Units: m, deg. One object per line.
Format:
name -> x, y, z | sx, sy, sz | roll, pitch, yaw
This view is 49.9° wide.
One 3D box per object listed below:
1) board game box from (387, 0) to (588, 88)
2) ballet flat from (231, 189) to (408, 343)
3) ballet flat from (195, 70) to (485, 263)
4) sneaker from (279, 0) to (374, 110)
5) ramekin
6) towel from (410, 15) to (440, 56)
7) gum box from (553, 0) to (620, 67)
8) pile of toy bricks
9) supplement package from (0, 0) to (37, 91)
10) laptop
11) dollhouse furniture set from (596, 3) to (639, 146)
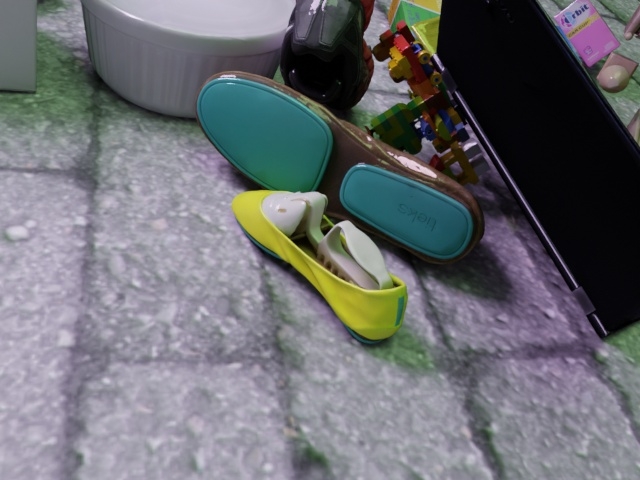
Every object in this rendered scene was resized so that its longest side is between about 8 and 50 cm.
board game box -> 0.278, -0.322, 1.164 | 0.316, 0.064, 0.242 | 11, 40, -9
ballet flat -> 0.000, 0.000, 0.668 | 0.077, 0.077, 0.231 | -22, 54, -38
ballet flat -> 0.026, -0.086, 0.768 | 0.342, 0.116, 0.124 | 26, 19, 8
sneaker -> 0.008, -0.209, 0.824 | 0.097, 0.276, 0.135 | 15, 77, 7
ramekin -> -0.170, -0.265, 0.871 | 0.272, 0.127, 0.273 | 11, 40, -10
towel -> 0.233, -0.242, 1.015 | 0.102, 0.021, 0.237 | -22, 72, -23
gum box -> 0.488, -0.380, 1.251 | 0.107, 0.062, 0.188 | 55, 27, 1
pile of toy bricks -> 0.106, -0.146, 0.819 | 0.105, 0.212, 0.118 | -31, 39, 11
supplement package -> -0.396, -0.331, 0.727 | 0.175, 0.293, 0.178 | -3, 43, -25
laptop -> 0.305, -0.124, 0.723 | 0.407, 0.236, 0.382 | -14, 70, -35
dollhouse furniture set -> 0.573, -0.236, 0.946 | 0.303, 0.356, 0.174 | 29, 40, 9
